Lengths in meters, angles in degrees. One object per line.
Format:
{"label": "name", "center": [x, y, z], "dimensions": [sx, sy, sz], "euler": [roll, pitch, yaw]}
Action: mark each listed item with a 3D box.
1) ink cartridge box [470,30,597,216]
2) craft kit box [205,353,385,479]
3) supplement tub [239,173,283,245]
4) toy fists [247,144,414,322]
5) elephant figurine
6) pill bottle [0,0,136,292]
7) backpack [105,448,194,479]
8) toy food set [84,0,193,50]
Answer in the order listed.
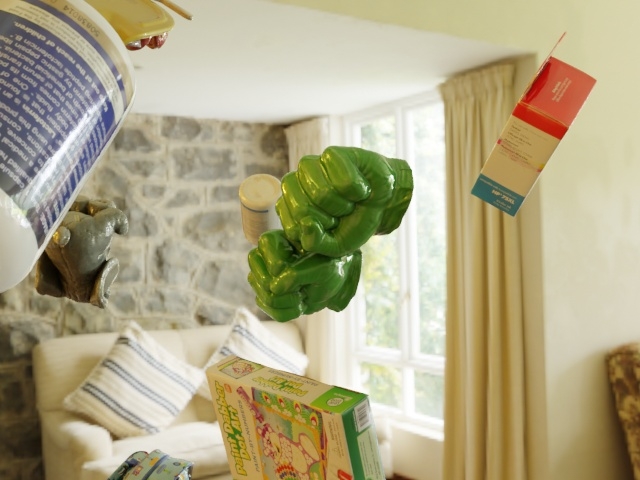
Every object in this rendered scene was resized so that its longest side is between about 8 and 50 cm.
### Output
{"label": "ink cartridge box", "center": [0.307, -0.160, 1.056], "dimensions": [0.078, 0.134, 0.231], "euler": [31, -38, 10]}
{"label": "craft kit box", "center": [-0.025, 0.283, 0.936], "dimensions": [0.061, 0.249, 0.247], "euler": [-25, 21, -38]}
{"label": "supplement tub", "center": [-0.093, -0.048, 1.196], "dimensions": [0.071, 0.071, 0.107], "euler": [-1, -37, -4]}
{"label": "toy fists", "center": [0.000, 0.000, 0.925], "dimensions": [0.142, 0.096, 0.279], "euler": [7, -44, -23]}
{"label": "elephant figurine", "center": [-0.428, 0.053, 1.358], "dimensions": [0.169, 0.239, 0.186], "euler": [27, 30, 38]}
{"label": "pill bottle", "center": [-0.248, -0.056, 0.528], "dimensions": [0.153, 0.264, 0.153], "euler": [10, -39, 9]}
{"label": "backpack", "center": [-0.262, 0.378, 1.093], "dimensions": [0.117, 0.173, 0.158], "euler": [34, 46, 10]}
{"label": "toy food set", "center": [-0.249, -0.257, 0.905], "dimensions": [0.128, 0.071, 0.218], "euler": [30, 26, 4]}
